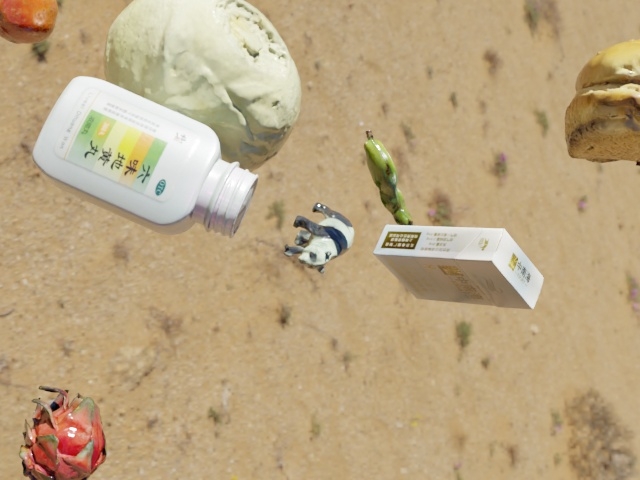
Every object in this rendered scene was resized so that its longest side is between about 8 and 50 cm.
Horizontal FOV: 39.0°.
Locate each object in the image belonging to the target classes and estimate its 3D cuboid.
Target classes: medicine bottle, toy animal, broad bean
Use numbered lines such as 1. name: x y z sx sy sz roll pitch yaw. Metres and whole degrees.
1. medicine bottle: -0.263 -0.116 1.406 0.124 0.324 0.179 117 -2 -76
2. toy animal: 0.000 0.000 1.920 0.093 0.121 0.225 -68 171 19
3. broad bean: 0.131 -0.120 1.806 0.048 0.070 0.213 -30 103 -14

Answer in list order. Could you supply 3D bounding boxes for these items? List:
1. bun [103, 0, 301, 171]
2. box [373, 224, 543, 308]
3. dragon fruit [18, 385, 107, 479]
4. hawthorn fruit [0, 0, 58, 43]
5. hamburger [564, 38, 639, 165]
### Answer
1. bun: -0.221 -0.252 1.565 0.364 0.364 0.202 61 35 -24
2. box: 0.228 0.043 1.508 0.155 0.243 0.067 42 63 -38
3. dragon fruit: -0.358 0.280 1.264 0.121 0.130 0.142 14 83 -22
4. hawthorn fruit: -0.510 -0.389 1.523 0.128 0.128 0.128 26 58 -51
5. hamburger: 0.561 -0.211 1.491 0.284 0.305 0.174 119 -18 -76
